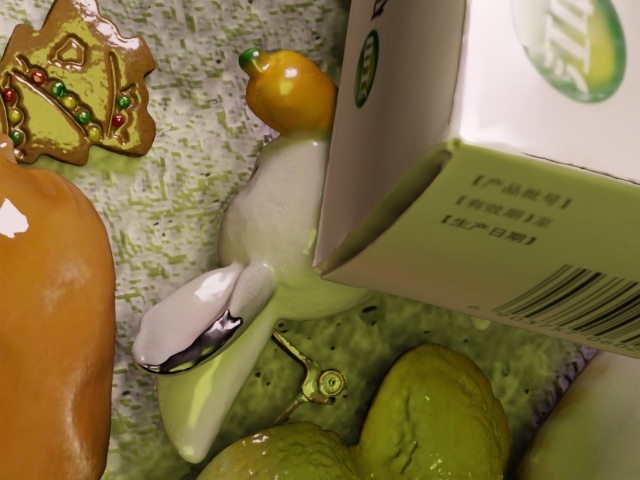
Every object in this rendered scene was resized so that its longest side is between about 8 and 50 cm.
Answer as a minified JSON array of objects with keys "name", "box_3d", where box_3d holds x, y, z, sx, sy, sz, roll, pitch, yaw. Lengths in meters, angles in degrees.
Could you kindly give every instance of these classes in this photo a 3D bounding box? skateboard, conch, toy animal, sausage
[{"name":"skateboard","box_3d":[-0.037,0.076,0.612,0.064,0.032,0.083,42,78,-1]},{"name":"conch","box_3d":[0.156,0.106,0.636,0.176,0.094,0.104,-31,105,-2]},{"name":"toy animal","box_3d":[0.000,0.000,0.568,0.182,0.127,0.131,-10,132,-15]},{"name":"sausage","box_3d":[-0.154,0.075,0.531,0.136,0.120,0.241,5,91,-48]}]

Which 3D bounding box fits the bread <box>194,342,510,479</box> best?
[{"name":"bread","box_3d":[0.017,0.129,0.592,0.149,0.065,0.187,35,85,-25]}]

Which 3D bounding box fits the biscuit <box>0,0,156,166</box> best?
[{"name":"biscuit","box_3d":[-0.117,-0.066,0.594,0.092,0.016,0.082,-23,97,-15]}]

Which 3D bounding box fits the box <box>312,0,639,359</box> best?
[{"name":"box","box_3d":[0.117,-0.133,0.542,0.173,0.145,0.332,15,66,-16]}]
